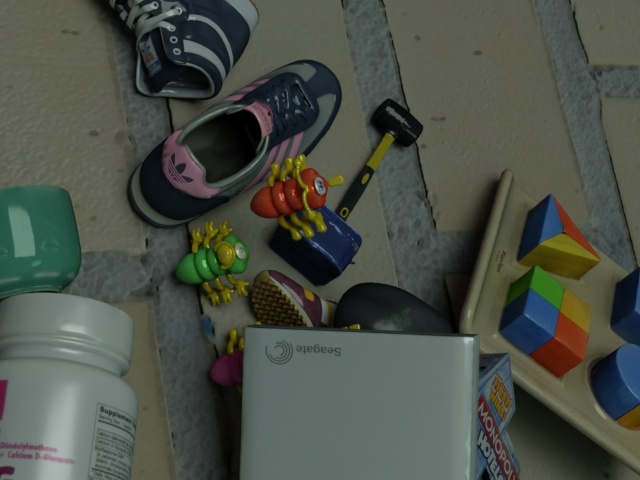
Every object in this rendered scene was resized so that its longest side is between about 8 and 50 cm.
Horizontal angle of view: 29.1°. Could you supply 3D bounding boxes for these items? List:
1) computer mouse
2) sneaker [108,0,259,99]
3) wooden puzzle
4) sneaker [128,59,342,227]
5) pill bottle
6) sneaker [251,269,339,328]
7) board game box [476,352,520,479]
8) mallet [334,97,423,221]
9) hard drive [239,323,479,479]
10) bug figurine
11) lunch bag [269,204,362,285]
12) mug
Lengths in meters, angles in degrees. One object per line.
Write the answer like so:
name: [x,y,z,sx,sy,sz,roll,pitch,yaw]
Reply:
computer mouse: [0.126,0.134,1.394,0.272,0.072,0.188,36,57,-35]
sneaker: [-0.207,-0.268,1.382,0.282,0.099,0.153,31,57,-21]
wooden puzzle: [0.335,0.096,1.522,0.348,0.080,0.322,40,39,-13]
sneaker: [-0.067,-0.125,1.390,0.112,0.131,0.319,51,55,-4]
pill bottle: [-0.255,0.202,1.137,0.160,0.160,0.283,15,64,-25]
sneaker: [0.000,0.092,1.393,0.185,0.069,0.084,49,47,-13]
board game box: [0.165,0.220,1.331,0.194,0.060,0.194,-50,122,-45]
mallet: [0.057,-0.099,1.514,0.062,0.039,0.189,45,60,-10]
hard drive: [0.034,0.263,1.205,0.047,0.233,0.353,6,85,-74]
bug figurine: [-0.042,0.059,1.292,0.072,0.216,0.279,-7,77,-66]
lunch bag: [0.000,0.000,1.420,0.098,0.067,0.065,41,57,-12]
mug: [-0.310,0.016,1.208,0.129,0.158,0.097,4,69,-59]
